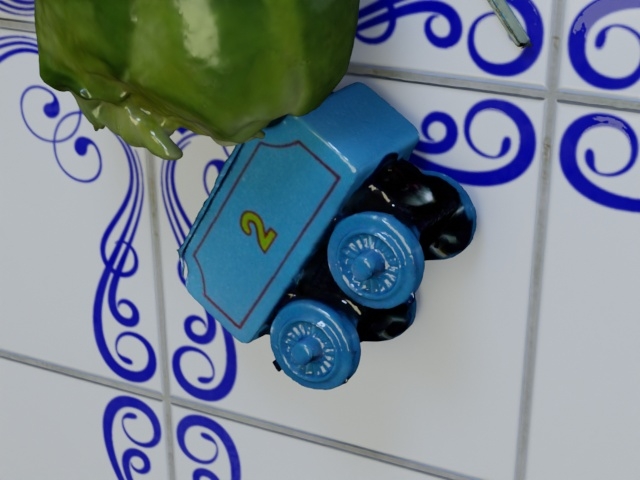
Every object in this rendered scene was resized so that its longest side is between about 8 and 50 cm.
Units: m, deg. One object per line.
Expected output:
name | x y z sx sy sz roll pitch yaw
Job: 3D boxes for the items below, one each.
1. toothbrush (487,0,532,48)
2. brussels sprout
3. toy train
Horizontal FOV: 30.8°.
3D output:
toothbrush | 0.129 -0.315 1.163 0.294 0.026 0.028 54 143 -3
brussels sprout | -0.130 -0.259 1.173 0.371 0.276 0.314 4 113 47
toy train | 0.000 0.000 1.285 0.265 0.188 0.300 42 128 11
